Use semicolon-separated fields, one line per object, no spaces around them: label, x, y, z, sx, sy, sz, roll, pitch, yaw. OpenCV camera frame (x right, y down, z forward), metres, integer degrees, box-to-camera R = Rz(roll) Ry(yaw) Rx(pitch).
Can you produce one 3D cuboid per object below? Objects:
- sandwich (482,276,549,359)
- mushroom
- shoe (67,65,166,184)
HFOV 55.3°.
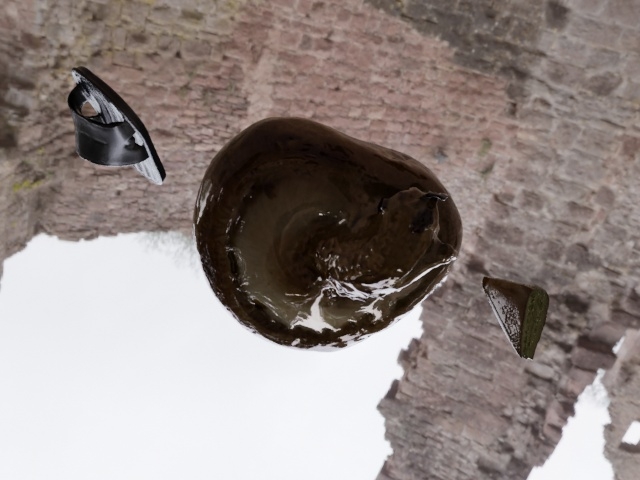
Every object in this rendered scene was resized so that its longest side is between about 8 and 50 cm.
sandwich;0.166;0.053;0.504;0.031;0.044;0.083;11;-137;-32
mushroom;0.000;0.000;0.767;0.346;0.345;0.259;14;-156;-5
shoe;-0.185;-0.084;0.545;0.062;0.053;0.159;36;165;18
